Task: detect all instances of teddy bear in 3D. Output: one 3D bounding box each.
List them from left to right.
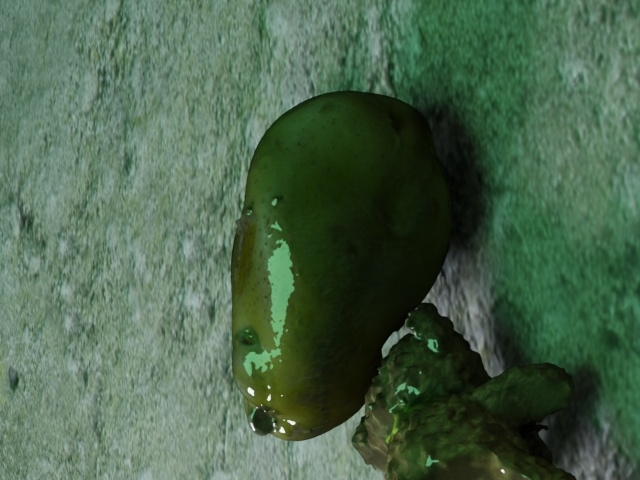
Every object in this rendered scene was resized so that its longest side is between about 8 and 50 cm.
[{"bbox_3d":[0.164,0.214,1.312,0.296,0.222,0.246,26,118,7],"label":"teddy bear"}]

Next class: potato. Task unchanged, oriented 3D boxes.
[{"bbox_3d":[0.010,0.026,1.423,0.218,0.202,0.351,54,-124,-75],"label":"potato"}]
